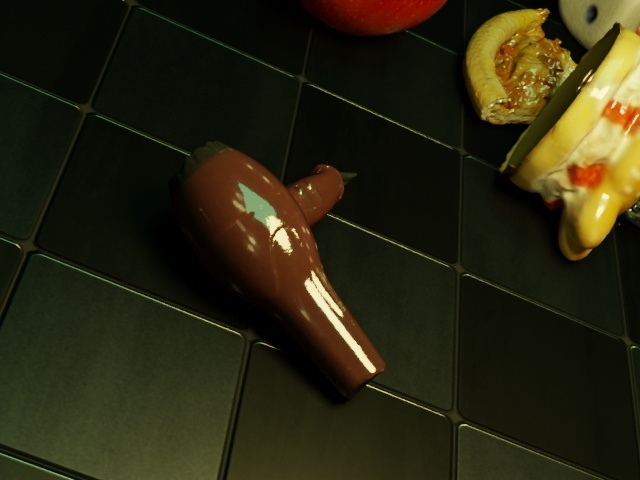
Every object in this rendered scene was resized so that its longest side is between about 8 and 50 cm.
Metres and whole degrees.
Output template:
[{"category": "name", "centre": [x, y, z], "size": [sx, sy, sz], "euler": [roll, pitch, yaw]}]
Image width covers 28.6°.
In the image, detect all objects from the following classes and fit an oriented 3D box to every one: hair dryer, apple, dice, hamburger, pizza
[{"category": "hair dryer", "centre": [0.000, 0.000, 1.452], "size": [0.312, 0.123, 0.340], "euler": [49, 29, 3]}, {"category": "apple", "centre": [0.075, -0.419, 1.806], "size": [0.260, 0.217, 0.260], "euler": [20, 60, -38]}, {"category": "dice", "centre": [0.543, -0.426, 2.176], "size": [0.194, 0.193, 0.191], "euler": [5, 48, -29]}, {"category": "hamburger", "centre": [0.387, -0.130, 1.719], "size": [0.186, 0.261, 0.302], "euler": [39, 57, 1]}, {"category": "pizza", "centre": [0.316, -0.273, 1.950], "size": [0.182, 0.073, 0.365], "euler": [28, 38, 12]}]

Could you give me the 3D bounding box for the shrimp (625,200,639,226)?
[{"category": "shrimp", "centre": [0.578, 0.012, 1.841], "size": [0.317, 0.062, 0.164], "euler": [15, 44, -25]}]
